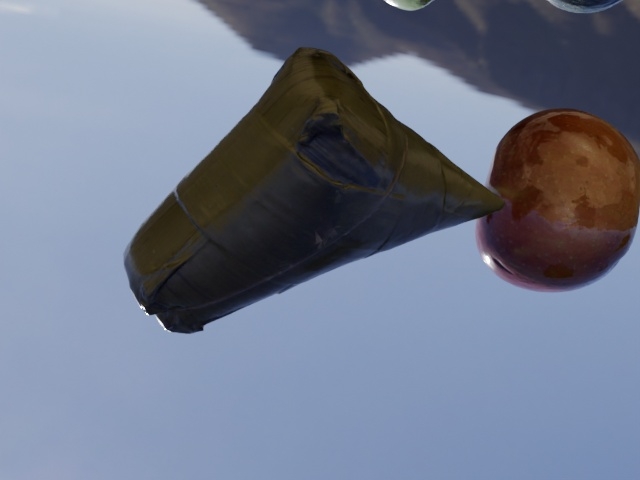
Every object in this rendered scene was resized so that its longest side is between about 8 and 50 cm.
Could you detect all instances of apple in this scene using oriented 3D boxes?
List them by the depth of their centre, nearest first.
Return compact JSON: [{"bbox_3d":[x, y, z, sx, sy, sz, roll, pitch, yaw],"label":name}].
[{"bbox_3d":[0.252,-0.036,1.570,0.162,0.201,0.201,16,-166,18],"label":"apple"}]

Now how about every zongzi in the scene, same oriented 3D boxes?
[{"bbox_3d":[0.000,0.000,1.400,0.300,0.274,0.145,31,-160,-43],"label":"zongzi"}]

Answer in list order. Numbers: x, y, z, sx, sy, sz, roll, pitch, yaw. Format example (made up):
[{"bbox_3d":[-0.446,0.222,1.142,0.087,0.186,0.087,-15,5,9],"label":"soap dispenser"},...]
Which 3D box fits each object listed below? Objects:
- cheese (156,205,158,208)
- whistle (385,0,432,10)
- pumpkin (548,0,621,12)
[{"bbox_3d":[-0.187,0.004,1.732,0.026,0.067,0.120,18,165,5],"label":"cheese"},{"bbox_3d":[0.049,-0.294,1.361,0.057,0.198,0.104,-44,-152,-19],"label":"whistle"},{"bbox_3d":[0.303,-0.350,1.643,0.152,0.211,0.211,24,-164,14],"label":"pumpkin"}]
